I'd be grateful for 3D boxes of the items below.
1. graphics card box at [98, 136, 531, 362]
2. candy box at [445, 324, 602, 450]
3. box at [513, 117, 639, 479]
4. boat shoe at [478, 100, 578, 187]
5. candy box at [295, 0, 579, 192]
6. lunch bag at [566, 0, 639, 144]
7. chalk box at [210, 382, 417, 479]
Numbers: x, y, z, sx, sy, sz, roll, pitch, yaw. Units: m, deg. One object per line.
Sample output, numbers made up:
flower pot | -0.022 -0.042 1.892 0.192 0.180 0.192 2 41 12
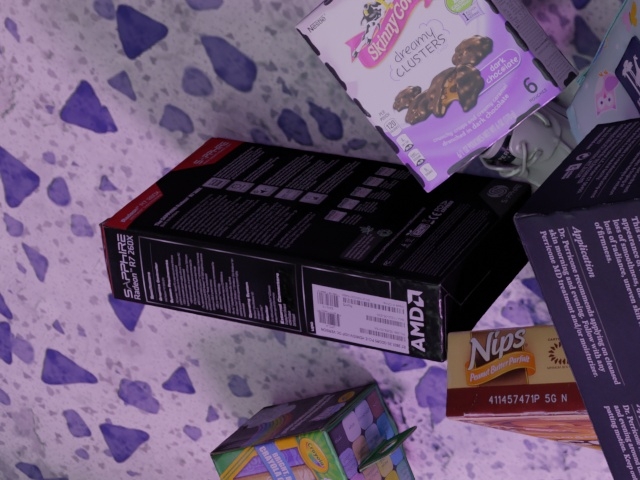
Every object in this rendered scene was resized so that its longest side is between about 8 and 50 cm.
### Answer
graphics card box | 0.000 0.000 1.837 0.371 0.233 0.094 8 119 26
candy box | 0.275 0.142 1.743 0.183 0.316 0.087 -5 76 35
box | 0.373 0.070 1.464 0.312 0.179 0.343 -8 113 38
boat shoe | 0.180 -0.098 1.755 0.258 0.084 0.095 37 134 3
candy box | 0.103 -0.171 1.668 0.165 0.070 0.196 -38 93 29
lunch bag | 0.351 -0.115 1.588 0.262 0.160 0.223 36 135 14
chalk box | 0.013 0.250 2.070 0.213 0.132 0.132 -15 102 34
